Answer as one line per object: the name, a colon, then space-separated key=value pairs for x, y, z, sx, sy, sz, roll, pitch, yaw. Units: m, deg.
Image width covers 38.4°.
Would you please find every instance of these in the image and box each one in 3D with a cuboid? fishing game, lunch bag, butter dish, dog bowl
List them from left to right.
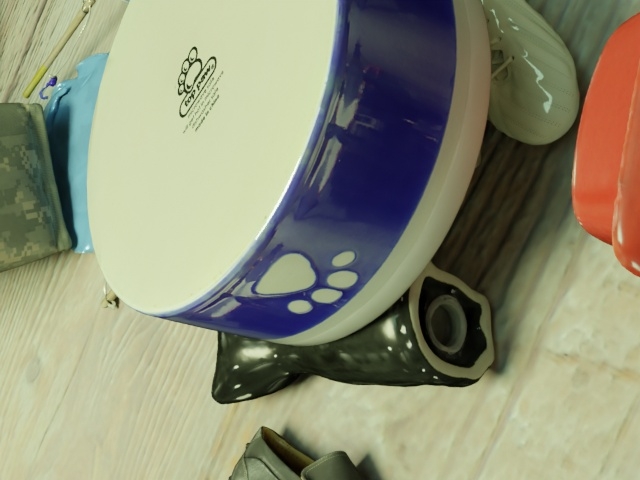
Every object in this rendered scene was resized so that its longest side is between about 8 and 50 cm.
lunch bag: x=-0.412 y=-0.021 z=0.848 sx=0.287 sy=0.235 sz=0.169 roll=-8 pitch=94 yaw=46
fishing game: x=-0.201 y=-0.077 z=0.837 sx=0.189 sy=0.041 sz=0.264 roll=-48 pitch=57 yaw=29
dog bowl: x=-0.033 y=-0.076 z=0.540 sx=0.265 sy=0.104 sz=0.265 roll=-21 pitch=62 yaw=47
butter dish: x=0.182 y=-0.045 z=0.452 sx=0.118 sy=0.160 sz=0.160 roll=-1 pitch=75 yaw=63

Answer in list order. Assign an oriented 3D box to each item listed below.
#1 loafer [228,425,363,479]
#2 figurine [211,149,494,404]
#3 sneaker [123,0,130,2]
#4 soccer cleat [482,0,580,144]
loafer: x=0.004 y=0.163 z=0.581 sx=0.170 sy=0.062 sz=0.061 roll=8 pitch=78 yaw=40
figurine: x=0.000 y=0.000 z=0.618 sx=0.209 sy=0.092 sz=0.215 roll=-15 pitch=67 yaw=41
sneaker: x=-0.087 y=-0.271 z=0.762 sx=0.240 sy=0.091 sz=0.126 roll=-45 pitch=54 yaw=20
soccer cleat: x=0.098 y=-0.143 z=0.578 sx=0.068 sy=0.076 sz=0.196 roll=-36 pitch=58 yaw=27
